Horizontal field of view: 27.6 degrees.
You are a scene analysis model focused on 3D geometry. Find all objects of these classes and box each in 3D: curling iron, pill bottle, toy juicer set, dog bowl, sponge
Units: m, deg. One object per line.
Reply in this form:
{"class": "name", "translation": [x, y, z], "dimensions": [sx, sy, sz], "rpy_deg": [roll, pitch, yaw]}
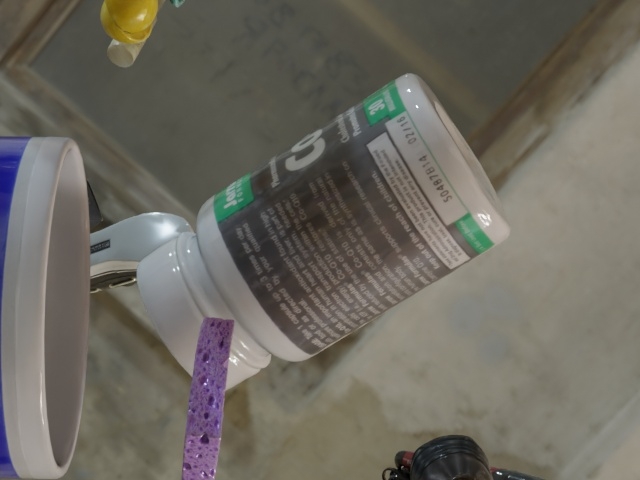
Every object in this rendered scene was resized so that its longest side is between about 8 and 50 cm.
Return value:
{"class": "curling iron", "translation": [0.158, 0.219, 1.120], "dimensions": [0.274, 0.035, 0.068], "rpy_deg": [-5, -62, 49]}
{"class": "pill bottle", "translation": [0.000, 0.000, 1.377], "dimensions": [0.204, 0.361, 0.204], "rpy_deg": [55, 11, -16]}
{"class": "toy juicer set", "translation": [-0.135, -0.259, 1.245], "dimensions": [0.089, 0.209, 0.329], "rpy_deg": [23, -19, -3]}
{"class": "dog bowl", "translation": [-0.245, 0.051, 1.009], "dimensions": [0.104, 0.265, 0.265], "rpy_deg": [1, 17, -3]}
{"class": "sponge", "translation": [-0.102, 0.174, 1.133], "dimensions": [0.031, 0.210, 0.117], "rpy_deg": [6, 51, -4]}

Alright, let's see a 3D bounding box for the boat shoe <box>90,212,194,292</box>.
{"class": "boat shoe", "translation": [-0.261, 0.021, 1.743], "dimensions": [0.070, 0.219, 0.077], "rpy_deg": [54, 29, -51]}

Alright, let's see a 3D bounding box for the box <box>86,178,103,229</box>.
{"class": "box", "translation": [-0.372, -0.004, 1.363], "dimensions": [0.233, 0.183, 0.059], "rpy_deg": [0, 63, -55]}

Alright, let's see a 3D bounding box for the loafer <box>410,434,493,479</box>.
{"class": "loafer", "translation": [0.092, 0.202, 0.776], "dimensions": [0.061, 0.062, 0.170], "rpy_deg": [-103, 174, -69]}
